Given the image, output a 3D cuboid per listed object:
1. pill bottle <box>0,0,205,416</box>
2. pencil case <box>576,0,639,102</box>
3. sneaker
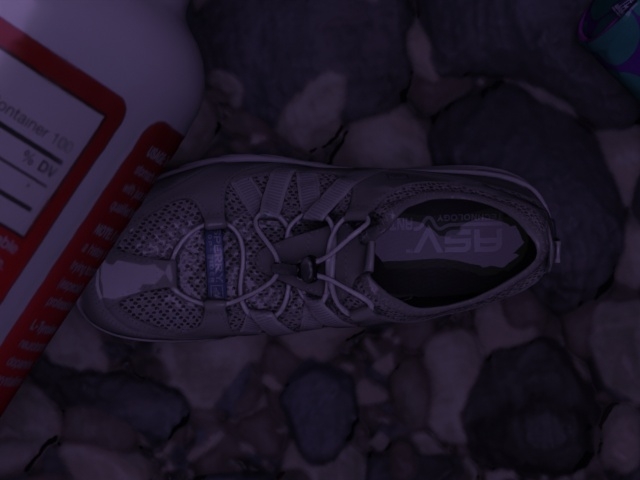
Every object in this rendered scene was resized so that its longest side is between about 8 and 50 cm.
[{"bbox_3d":[-0.205,-0.051,0.947,0.229,0.229,0.408,34,90,-9],"label":"pill bottle"},{"bbox_3d":[0.223,-0.094,1.086,0.151,0.064,0.070,41,113,-10],"label":"pencil case"},{"bbox_3d":[0.000,0.000,1.036,0.281,0.115,0.105,-9,96,-7],"label":"sneaker"}]
